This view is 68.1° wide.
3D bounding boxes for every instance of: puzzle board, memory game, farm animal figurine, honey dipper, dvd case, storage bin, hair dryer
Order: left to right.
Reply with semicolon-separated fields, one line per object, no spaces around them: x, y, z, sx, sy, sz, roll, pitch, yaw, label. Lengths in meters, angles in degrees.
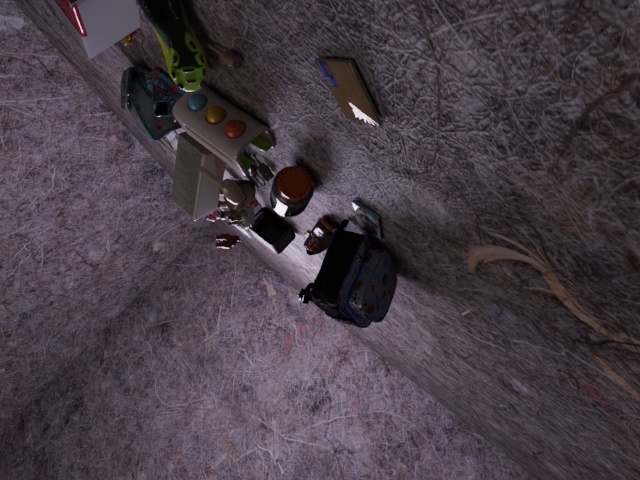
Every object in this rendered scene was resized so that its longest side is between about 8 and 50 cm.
-0.231;-0.424;1.052;0.160;0.030;0.030;39;167;28;honey dipper
-0.288;-0.281;1.572;0.293;0.080;0.223;46;168;-14;hair dryer
-0.344;-0.143;1.936;0.327;0.172;0.331;-48;53;52;farm animal figurine
-0.209;-0.044;2.014;0.180;0.122;0.084;36;165;27;storage bin
0.007;0.027;1.845;0.186;0.012;0.186;40;166;12;memory game
0.049;-0.253;0.803;0.096;0.011;0.128;30;162;48;puzzle board
0.124;-0.053;1.228;0.087;0.013;0.119;37;165;24;dvd case

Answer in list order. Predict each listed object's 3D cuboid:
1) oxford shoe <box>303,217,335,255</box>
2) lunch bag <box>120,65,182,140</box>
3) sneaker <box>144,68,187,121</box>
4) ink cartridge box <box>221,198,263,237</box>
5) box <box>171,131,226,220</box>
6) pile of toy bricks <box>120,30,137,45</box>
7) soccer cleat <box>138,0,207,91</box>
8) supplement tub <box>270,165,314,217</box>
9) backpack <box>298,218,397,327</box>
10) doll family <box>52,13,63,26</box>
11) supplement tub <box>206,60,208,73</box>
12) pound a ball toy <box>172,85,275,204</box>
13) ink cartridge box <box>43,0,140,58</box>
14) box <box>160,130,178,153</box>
0.000;0.000;1.578;0.097;0.098;0.271;41;167;5;oxford shoe
-0.639;-0.506;1.738;0.223;0.160;0.262;26;149;61;lunch bag
-0.515;-0.468;1.542;0.261;0.125;0.104;34;164;33;sneaker
-0.345;-0.126;2.145;0.127;0.128;0.176;36;167;27;ink cartridge box
-0.450;-0.244;1.756;0.148;0.121;0.311;39;134;17;box
-0.617;-0.656;1.332;0.105;0.118;0.212;-23;108;41;pile of toy bricks
-0.324;-0.465;1.059;0.289;0.093;0.121;78;174;-59;soccer cleat
-0.080;-0.138;1.331;0.117;0.117;0.190;43;167;-1;supplement tub
0.105;0.125;1.380;0.213;0.277;0.263;20;162;27;backpack
-0.786;-0.733;1.554;0.193;0.111;0.076;36;-155;-26;doll family
-0.337;-0.444;1.208;0.107;0.071;0.071;30;162;46;supplement tub
-0.279;-0.273;1.282;0.319;0.208;0.136;38;167;24;pound a ball toy
-0.579;-0.639;1.014;0.385;0.160;0.279;52;166;-11;ink cartridge box
-0.742;-0.508;2.256;0.183;0.056;0.231;39;167;12;box
